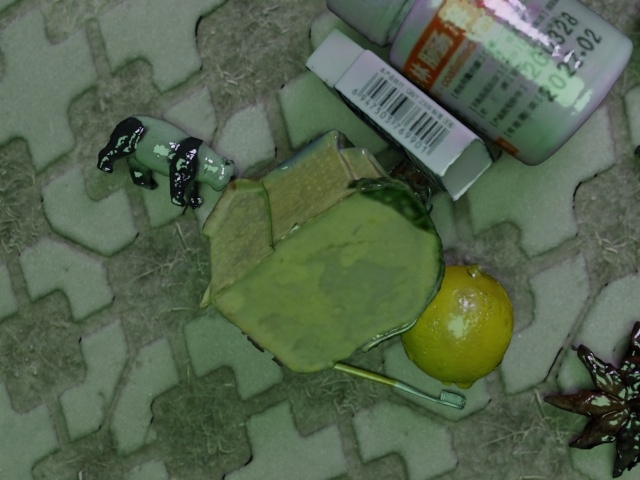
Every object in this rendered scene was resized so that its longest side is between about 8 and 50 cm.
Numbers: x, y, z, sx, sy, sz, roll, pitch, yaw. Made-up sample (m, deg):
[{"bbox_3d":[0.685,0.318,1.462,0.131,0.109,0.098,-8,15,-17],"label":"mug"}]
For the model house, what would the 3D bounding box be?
[{"bbox_3d":[0.000,0.000,1.034,0.321,0.266,0.261,-35,127,10],"label":"model house"}]

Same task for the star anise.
[{"bbox_3d":[0.493,0.266,1.065,0.272,0.102,0.272,2,100,12],"label":"star anise"}]

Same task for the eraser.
[{"bbox_3d":[0.112,-0.187,0.995,0.086,0.130,0.287,-48,66,7],"label":"eraser"}]

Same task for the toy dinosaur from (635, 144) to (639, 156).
[{"bbox_3d":[0.571,-0.154,0.998,0.187,0.087,0.179,3,100,8],"label":"toy dinosaur"}]

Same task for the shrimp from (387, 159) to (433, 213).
[{"bbox_3d":[0.127,-0.045,1.093,0.090,0.079,0.233,26,106,10],"label":"shrimp"}]

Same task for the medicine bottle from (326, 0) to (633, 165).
[{"bbox_3d":[0.216,-0.300,0.966,0.388,0.219,0.219,38,102,2],"label":"medicine bottle"}]

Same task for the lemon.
[{"bbox_3d":[0.210,0.133,1.057,0.173,0.173,0.206,-1,100,10],"label":"lemon"}]

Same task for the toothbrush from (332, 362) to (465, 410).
[{"bbox_3d":[0.106,0.236,1.165,0.288,0.021,0.024,16,90,7],"label":"toothbrush"}]

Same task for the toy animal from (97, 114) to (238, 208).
[{"bbox_3d":[-0.244,-0.128,1.138,0.225,0.094,0.121,24,92,6],"label":"toy animal"}]
